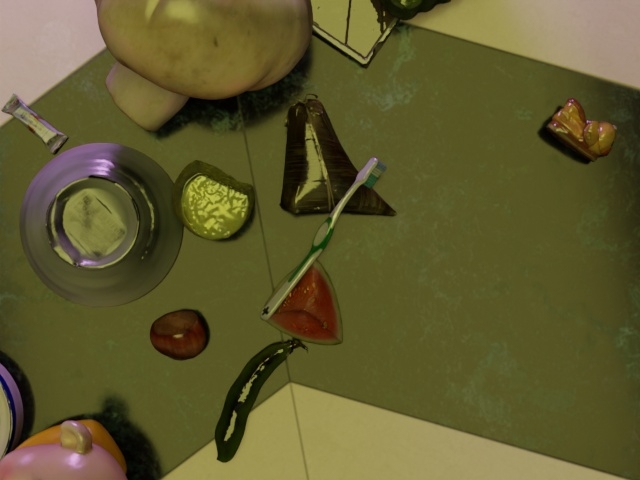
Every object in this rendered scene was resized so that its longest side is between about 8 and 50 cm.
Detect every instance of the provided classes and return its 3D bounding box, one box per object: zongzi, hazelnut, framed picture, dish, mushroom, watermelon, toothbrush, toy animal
[{"bbox_3d":[0.033,-0.132,1.926,0.184,0.084,0.187,3,94,-10],"label":"zongzi"},{"bbox_3d":[-0.218,0.148,1.925,0.086,0.086,0.086,0,89,0],"label":"hazelnut"},{"bbox_3d":[0.068,-0.449,1.963,0.211,0.020,0.289,34,88,1],"label":"framed picture"},{"bbox_3d":[-0.345,-0.026,1.921,0.260,0.085,0.260,0,89,1],"label":"dish"},{"bbox_3d":[-0.202,-0.338,1.805,0.353,0.325,0.353,-2,81,12],"label":"mushroom"},{"bbox_3d":[-0.013,0.108,1.912,0.135,0.094,0.125,43,89,3],"label":"watermelon"},{"bbox_3d":[-0.001,-0.001,1.892,0.030,0.030,0.304,38,95,1],"label":"toothbrush"},{"bbox_3d":[-0.376,0.441,1.809,0.278,0.247,0.345,-15,89,-23],"label":"toy animal"}]

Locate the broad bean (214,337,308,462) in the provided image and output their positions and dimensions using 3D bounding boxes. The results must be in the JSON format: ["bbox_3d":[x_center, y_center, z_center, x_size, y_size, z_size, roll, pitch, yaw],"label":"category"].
[{"bbox_3d":[-0.108,0.241,1.936,0.069,0.039,0.227,35,91,1],"label":"broad bean"}]

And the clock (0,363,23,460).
[{"bbox_3d":[-0.578,0.276,1.918,0.230,0.083,0.230,0,87,2],"label":"clock"}]

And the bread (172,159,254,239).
[{"bbox_3d":[-0.167,-0.056,1.907,0.129,0.114,0.111,20,94,-7],"label":"bread"}]

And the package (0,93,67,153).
[{"bbox_3d":[-0.452,-0.184,1.959,0.110,0.015,0.037,40,84,-1],"label":"package"}]

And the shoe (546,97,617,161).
[{"bbox_3d":[0.409,-0.170,1.931,0.109,0.072,0.069,30,94,1],"label":"shoe"}]

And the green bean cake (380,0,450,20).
[{"bbox_3d":[0.154,-0.468,1.899,0.200,0.113,0.214,-29,89,0],"label":"green bean cake"}]
